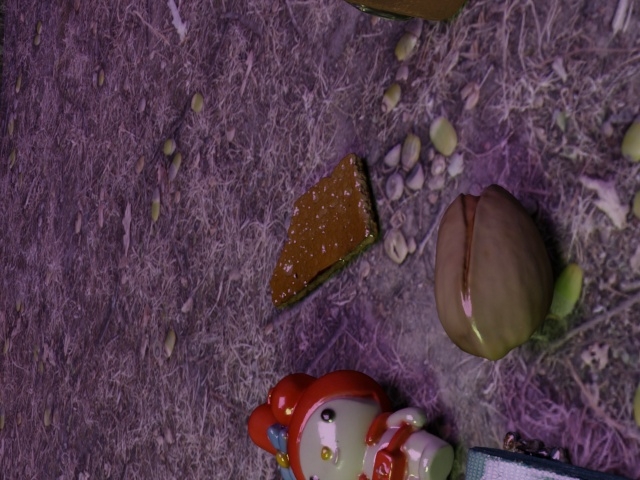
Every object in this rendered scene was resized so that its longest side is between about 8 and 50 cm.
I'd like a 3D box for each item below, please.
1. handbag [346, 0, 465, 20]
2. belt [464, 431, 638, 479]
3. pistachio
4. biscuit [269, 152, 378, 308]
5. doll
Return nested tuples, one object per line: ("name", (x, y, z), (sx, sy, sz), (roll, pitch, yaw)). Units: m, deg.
("handbag", (0.091, -0.329, 1.088), (0.151, 0.193, 0.072), (-58, 39, 37))
("belt", (0.227, 0.231, 0.897), (0.179, 0.100, 0.065), (7, 88, 40))
("pistachio", (0.170, 0.032, 0.961), (0.124, 0.124, 0.185), (-34, 57, 48))
("biscuit", (-0.004, -0.008, 1.307), (0.237, 0.026, 0.131), (-40, 50, 45))
("doll", (0.024, 0.232, 1.124), (0.290, 0.130, 0.161), (15, 102, 41))
